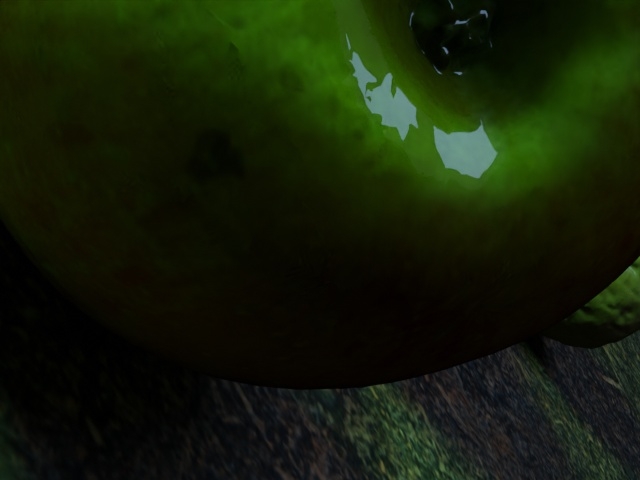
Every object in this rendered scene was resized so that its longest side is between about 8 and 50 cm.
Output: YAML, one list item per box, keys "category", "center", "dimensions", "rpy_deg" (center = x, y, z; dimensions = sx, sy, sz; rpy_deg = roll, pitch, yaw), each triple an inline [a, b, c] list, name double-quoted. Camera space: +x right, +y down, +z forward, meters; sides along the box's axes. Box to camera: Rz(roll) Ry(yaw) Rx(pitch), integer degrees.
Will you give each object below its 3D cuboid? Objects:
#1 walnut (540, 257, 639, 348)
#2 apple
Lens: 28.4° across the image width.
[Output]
- category: "walnut"
  center: [0.290, 0.004, 1.398]
  dimensions: [0.228, 0.228, 0.228]
  rpy_deg: [51, 20, -27]
- category: "apple"
  center: [0.013, -0.097, 0.550]
  dimensions: [0.339, 0.339, 0.339]
  rpy_deg: [51, 20, -27]
